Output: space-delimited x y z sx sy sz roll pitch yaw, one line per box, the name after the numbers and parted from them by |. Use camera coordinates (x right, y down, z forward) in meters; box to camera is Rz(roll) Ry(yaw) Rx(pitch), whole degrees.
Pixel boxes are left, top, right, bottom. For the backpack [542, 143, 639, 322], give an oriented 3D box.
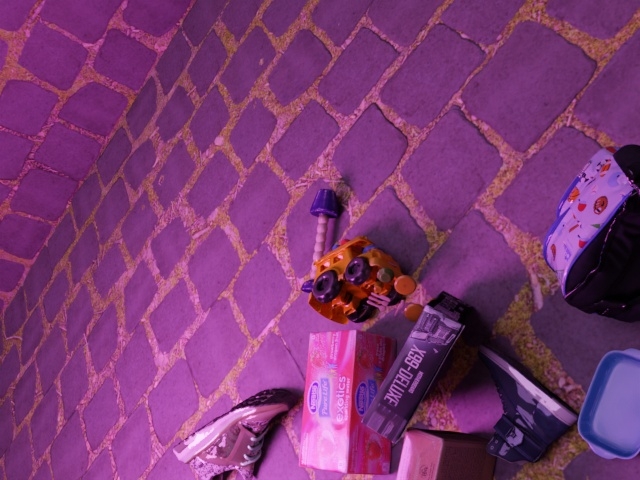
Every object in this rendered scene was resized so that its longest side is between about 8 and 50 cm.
0.499 -0.005 1.050 0.263 0.277 0.213 -60 17 25 | backpack

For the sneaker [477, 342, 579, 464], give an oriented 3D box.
0.342 0.311 1.210 0.163 0.086 0.226 -55 45 11 | sneaker

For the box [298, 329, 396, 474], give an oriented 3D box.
0.061 0.358 1.441 0.154 0.142 0.299 -11 67 44 | box

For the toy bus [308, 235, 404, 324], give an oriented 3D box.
0.089 0.066 1.545 0.220 0.149 0.211 -32 38 32 | toy bus

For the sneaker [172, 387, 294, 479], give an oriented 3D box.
-0.197 0.524 1.689 0.410 0.158 0.182 -36 83 29 | sneaker

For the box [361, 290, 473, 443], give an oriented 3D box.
0.195 0.227 1.241 0.077 0.307 0.242 29 97 14 | box

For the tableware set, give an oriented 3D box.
0.186 0.121 1.418 0.024 0.154 0.104 -68 1 -63 | tableware set

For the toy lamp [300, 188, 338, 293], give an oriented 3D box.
0.000 0.000 1.692 0.080 0.080 0.274 -8 69 44 | toy lamp

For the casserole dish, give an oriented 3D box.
0.510 0.275 1.088 0.114 0.037 0.188 21 91 48 | casserole dish

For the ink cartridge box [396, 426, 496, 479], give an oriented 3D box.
0.223 0.473 1.190 0.088 0.193 0.234 5 78 46 | ink cartridge box
